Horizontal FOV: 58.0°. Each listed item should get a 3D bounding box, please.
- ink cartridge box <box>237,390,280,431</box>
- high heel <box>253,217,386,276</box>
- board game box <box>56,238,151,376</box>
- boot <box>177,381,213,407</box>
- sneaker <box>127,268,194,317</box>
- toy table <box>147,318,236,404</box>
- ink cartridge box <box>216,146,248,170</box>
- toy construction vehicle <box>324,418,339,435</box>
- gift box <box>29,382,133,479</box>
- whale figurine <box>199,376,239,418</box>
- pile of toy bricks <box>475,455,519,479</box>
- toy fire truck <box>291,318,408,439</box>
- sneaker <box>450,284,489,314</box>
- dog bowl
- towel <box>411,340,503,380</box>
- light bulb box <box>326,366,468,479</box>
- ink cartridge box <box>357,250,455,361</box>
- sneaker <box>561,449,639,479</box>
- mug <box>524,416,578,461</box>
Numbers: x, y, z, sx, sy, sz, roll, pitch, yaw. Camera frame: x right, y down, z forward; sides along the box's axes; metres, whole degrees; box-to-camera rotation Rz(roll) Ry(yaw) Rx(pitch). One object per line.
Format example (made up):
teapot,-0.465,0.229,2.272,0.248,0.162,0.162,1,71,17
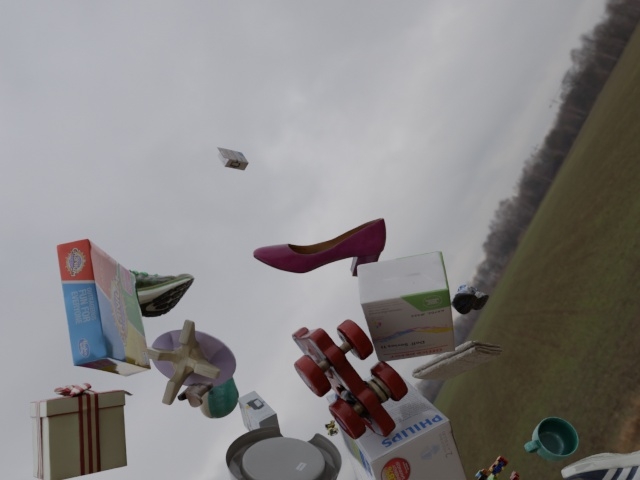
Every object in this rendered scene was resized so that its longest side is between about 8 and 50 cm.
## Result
ink cartridge box,-0.213,0.628,2.020,0.072,0.175,0.127,-21,-66,-27
high heel,0.000,0.000,1.666,0.127,0.378,0.181,-124,41,-67
board game box,-0.454,0.157,1.235,0.064,0.242,0.316,-14,-15,-5
boot,-0.323,0.405,1.543,0.087,0.119,0.042,-21,-76,-45
sneaker,-0.548,0.131,1.706,0.158,0.182,0.410,-49,-19,29
toy table,-0.407,0.364,1.762,0.161,0.275,0.252,48,-135,-83
ink cartridge box,-0.235,-0.213,1.509,0.083,0.048,0.028,6,-51,-46
toy construction vehicle,0.059,0.688,2.146,0.098,0.035,0.086,-11,-1,-25
gift box,-0.722,0.567,1.762,0.276,0.255,0.258,2,-104,-43
whale figurine,-0.377,0.540,2.206,0.216,0.141,0.271,77,-167,-57
pile of toy bricks,0.598,0.832,2.002,0.212,0.118,0.105,-57,-12,18
toy fire truck,0.055,0.332,1.396,0.169,0.302,0.254,-38,1,-16
sneaker,0.483,0.195,1.941,0.211,0.081,0.080,9,-67,-51
dog bowl,-0.112,0.694,1.743,0.349,0.349,0.102,-25,-58,-63
towel,0.465,0.412,1.973,0.187,0.049,0.282,17,-41,-41
light bulb box,0.215,0.589,1.538,0.225,0.357,0.361,-23,15,-12
ink cartridge box,0.223,0.193,1.442,0.353,0.207,0.119,70,-167,-48
sneaker,0.882,0.689,1.658,0.350,0.148,0.131,-24,-19,32
mug,0.752,0.656,1.900,0.097,0.158,0.129,87,-161,-54
